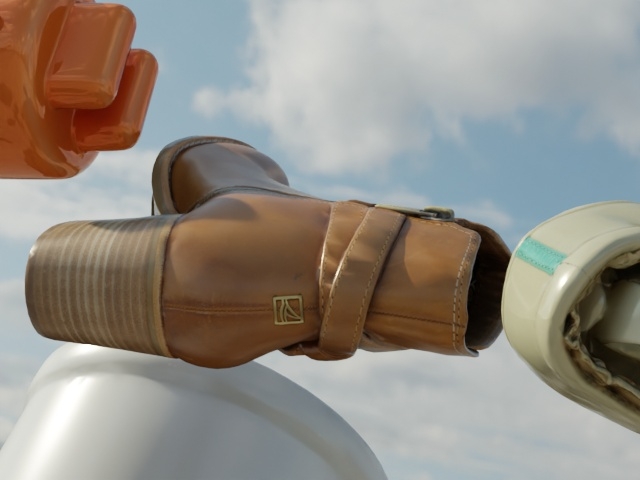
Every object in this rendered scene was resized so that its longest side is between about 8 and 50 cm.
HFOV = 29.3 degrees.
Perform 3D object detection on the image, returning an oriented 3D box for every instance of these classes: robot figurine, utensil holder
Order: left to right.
[{"bbox_3d":[-0.215,-0.099,0.759,0.219,0.128,0.158,2,8,14],"label":"robot figurine"},{"bbox_3d":[-0.148,0.318,0.918,0.327,0.385,0.327,13,-40,11],"label":"utensil holder"}]

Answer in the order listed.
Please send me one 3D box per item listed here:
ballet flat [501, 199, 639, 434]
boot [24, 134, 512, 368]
[{"bbox_3d":[0.168,0.058,0.345,0.248,0.086,0.086,23,-18,4],"label":"ballet flat"},{"bbox_3d":[0.000,0.000,0.671,0.220,0.109,0.283,2,7,16],"label":"boot"}]
